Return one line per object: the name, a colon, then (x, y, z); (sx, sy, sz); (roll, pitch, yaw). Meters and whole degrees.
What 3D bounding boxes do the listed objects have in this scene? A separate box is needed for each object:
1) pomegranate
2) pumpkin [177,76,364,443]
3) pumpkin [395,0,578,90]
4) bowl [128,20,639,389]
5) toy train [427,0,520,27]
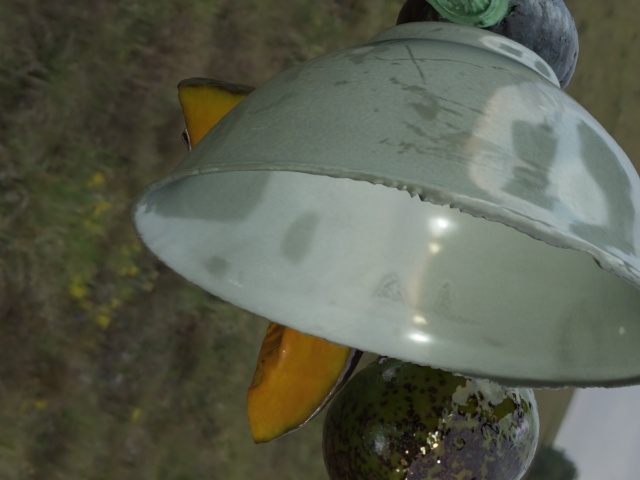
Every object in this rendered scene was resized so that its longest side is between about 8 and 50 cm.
pomegranate: (0.118, 0.215, 1.318); (0.248, 0.214, 0.214); (66, 17, -2)
pumpkin: (0.000, 0.000, 1.160); (0.169, 0.148, 0.312); (2, 76, -62)
pumpkin: (0.199, -0.232, 1.700); (0.233, 0.233, 0.163); (83, 4, -68)
bowl: (0.064, -0.032, 0.774); (0.313, 0.313, 0.146); (80, 25, -70)
toy train: (0.142, -0.339, 1.275); (0.167, 0.238, 0.299); (-51, -177, -39)
